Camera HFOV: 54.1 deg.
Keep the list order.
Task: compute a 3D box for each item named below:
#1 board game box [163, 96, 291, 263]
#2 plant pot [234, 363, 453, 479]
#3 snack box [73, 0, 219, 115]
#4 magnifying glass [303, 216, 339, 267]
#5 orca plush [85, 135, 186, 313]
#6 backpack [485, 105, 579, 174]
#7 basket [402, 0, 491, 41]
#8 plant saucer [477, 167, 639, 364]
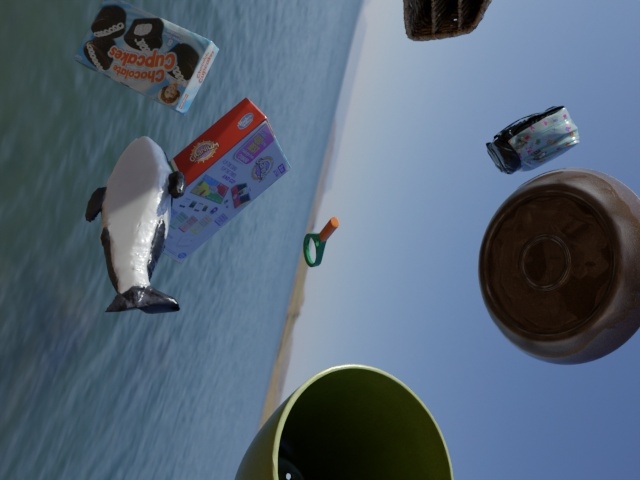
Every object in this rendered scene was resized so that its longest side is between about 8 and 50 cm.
[{"bbox_3d":[-0.216,-0.106,1.231,0.316,0.064,0.242,-41,163,-5],"label":"board game box"},{"bbox_3d":[-0.010,0.351,0.901,0.293,0.275,0.274,-40,-150,49],"label":"plant pot"},{"bbox_3d":[-0.431,-0.459,1.546,0.187,0.322,0.060,-63,166,0],"label":"snack box"},{"bbox_3d":[0.000,0.000,1.625,0.231,0.026,0.092,126,-47,-61],"label":"magnifying glass"},{"bbox_3d":[-0.226,-0.011,0.862,0.287,0.151,0.102,63,3,38],"label":"orca plush"},{"bbox_3d":[0.474,-0.221,1.390,0.115,0.182,0.152,62,5,-5],"label":"backpack"},{"bbox_3d":[0.371,-0.715,1.768,0.223,0.213,0.299,-55,155,-22],"label":"basket"},{"bbox_3d":[0.360,0.036,0.974,0.311,0.050,0.310,-13,-106,52],"label":"plant saucer"}]
